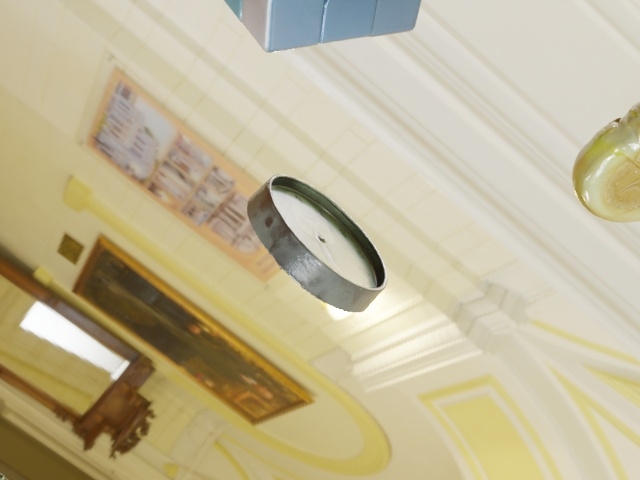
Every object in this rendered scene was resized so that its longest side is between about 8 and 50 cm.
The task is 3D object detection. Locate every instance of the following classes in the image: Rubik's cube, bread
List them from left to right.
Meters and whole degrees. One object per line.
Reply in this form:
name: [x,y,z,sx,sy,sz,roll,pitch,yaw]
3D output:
Rubik's cube: [-0.010,-0.602,1.287,0.344,0.346,0.347,-17,140,-24]
bread: [0.493,-0.122,1.049,0.213,0.213,0.104,-45,-154,32]

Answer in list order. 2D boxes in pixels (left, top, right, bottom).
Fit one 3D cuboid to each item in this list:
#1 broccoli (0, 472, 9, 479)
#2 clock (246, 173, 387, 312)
broccoli: [-0.213,0.188,0.385,0.162,0.146,0.138,-44,-158,29]
clock: [0.000,0.001,1.336,0.066,0.319,0.319,-45,-169,21]
